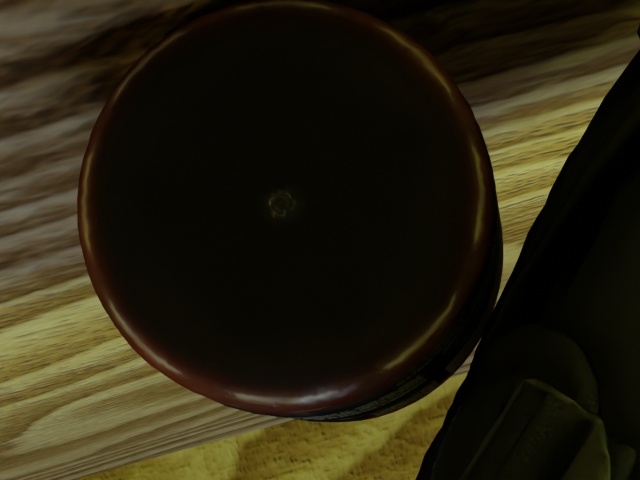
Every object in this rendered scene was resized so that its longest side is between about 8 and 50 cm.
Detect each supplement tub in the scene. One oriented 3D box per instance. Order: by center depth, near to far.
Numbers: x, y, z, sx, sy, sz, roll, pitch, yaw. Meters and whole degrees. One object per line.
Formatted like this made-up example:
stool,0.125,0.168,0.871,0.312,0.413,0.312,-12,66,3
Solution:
supplement tub,0.000,0.000,0.569,0.106,0.106,0.198,-17,172,4

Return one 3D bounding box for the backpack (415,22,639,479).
backpack,0.130,0.090,0.542,0.273,0.290,0.355,24,156,-8
